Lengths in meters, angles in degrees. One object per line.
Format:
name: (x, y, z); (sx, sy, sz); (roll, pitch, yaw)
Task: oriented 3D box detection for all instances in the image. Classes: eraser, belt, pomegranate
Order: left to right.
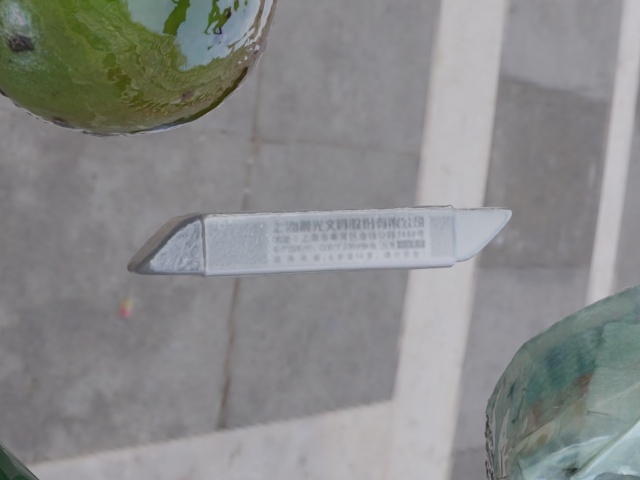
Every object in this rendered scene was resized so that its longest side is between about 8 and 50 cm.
pomegranate: (-0.182, -0.228, 1.199); (0.291, 0.323, 0.291); (-164, -90, -85)
eraser: (0.000, 0.000, 1.502); (0.352, 0.089, 0.061); (-2, 92, -16)
belt: (0.205, 0.154, 0.985); (0.150, 0.207, 0.258); (-100, 180, -62)

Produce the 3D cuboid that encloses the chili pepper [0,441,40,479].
chili pepper: (-0.188, 0.169, 0.594); (0.174, 0.165, 0.261); (37, 35, -35)
